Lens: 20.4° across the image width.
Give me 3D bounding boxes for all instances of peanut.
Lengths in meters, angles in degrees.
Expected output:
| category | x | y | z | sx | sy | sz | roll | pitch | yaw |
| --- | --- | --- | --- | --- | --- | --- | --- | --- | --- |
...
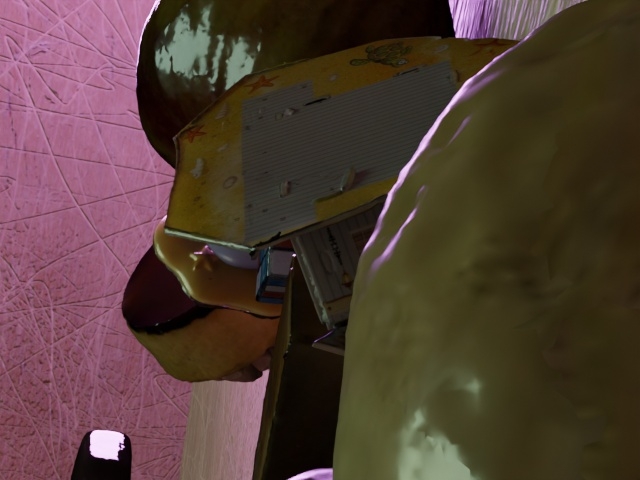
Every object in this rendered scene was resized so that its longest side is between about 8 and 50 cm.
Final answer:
| category | x | y | z | sx | sy | sz | roll | pitch | yaw |
| --- | --- | --- | --- | --- | --- | --- | --- | --- | --- |
| peanut | 0.076 | 0.121 | 0.427 | 0.192 | 0.170 | 0.387 | 109 | 169 | -79 |

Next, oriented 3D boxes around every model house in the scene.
| category | x | y | z | sx | sy | sz | roll | pitch | yaw |
| --- | --- | --- | --- | --- | --- | --- | --- | --- | --- |
| model house | 0.035 | -0.010 | 0.968 | 0.219 | 0.207 | 0.136 | -100 | -10 | -64 |

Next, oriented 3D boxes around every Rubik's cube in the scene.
| category | x | y | z | sx | sy | sz | roll | pitch | yaw |
| --- | --- | --- | --- | --- | --- | --- | --- | --- | --- |
| Rubik's cube | 0.000 | 0.000 | 1.421 | 0.092 | 0.092 | 0.092 | 120 | 155 | -74 |

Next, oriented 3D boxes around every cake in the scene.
| category | x | y | z | sx | sy | sz | roll | pitch | yaw |
| --- | --- | --- | --- | --- | --- | --- | --- | --- | --- |
| cake | -0.091 | 0.076 | 1.904 | 0.208 | 0.178 | 0.185 | -24 | 34 | 38 |

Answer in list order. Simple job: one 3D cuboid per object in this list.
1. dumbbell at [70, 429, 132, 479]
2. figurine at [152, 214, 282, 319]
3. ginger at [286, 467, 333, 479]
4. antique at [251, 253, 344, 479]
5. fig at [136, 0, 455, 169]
| category | x | y | z | sx | sy | sz | roll | pitch | yaw |
| --- | --- | --- | --- | --- | --- | --- | --- | --- | --- |
| dumbbell | -0.063 | 0.205 | 1.208 | 0.140 | 0.225 | 0.124 | -114 | 32 | -75 |
| figurine | -0.051 | -0.078 | 1.587 | 0.208 | 0.181 | 0.257 | -41 | -18 | -38 |
| ginger | -0.007 | 0.320 | 0.963 | 0.256 | 0.176 | 0.375 | -45 | -38 | -72 |
| antique | -0.005 | 0.155 | 1.360 | 0.093 | 0.087 | 0.310 | -89 | 8 | -49 |
| fig | 0.019 | -0.166 | 1.174 | 0.320 | 0.217 | 0.217 | -63 | -1 | -21 |
